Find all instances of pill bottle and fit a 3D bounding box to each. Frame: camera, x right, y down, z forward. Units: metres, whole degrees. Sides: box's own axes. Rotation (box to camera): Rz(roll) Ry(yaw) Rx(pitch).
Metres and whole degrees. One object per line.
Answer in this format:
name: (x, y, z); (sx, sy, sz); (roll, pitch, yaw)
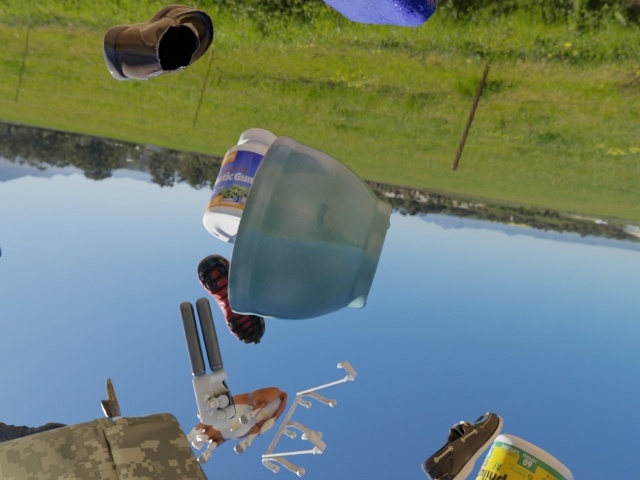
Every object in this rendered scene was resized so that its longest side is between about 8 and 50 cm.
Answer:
pill bottle: (0.271, 0.406, 0.628); (0.117, 0.208, 0.118); (32, 158, 14)
pill bottle: (-0.177, -0.138, 1.060); (0.152, 0.272, 0.152); (8, 151, 4)

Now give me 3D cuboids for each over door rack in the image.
over door rack: (-0.019, 0.506, 1.197); (0.108, 0.324, 0.240); (37, -135, -3)

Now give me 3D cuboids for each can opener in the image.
can opener: (-0.254, 0.269, 0.961); (0.074, 0.281, 0.093); (-14, 178, -13)

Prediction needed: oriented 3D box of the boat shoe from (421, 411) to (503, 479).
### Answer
boat shoe: (0.154, 0.218, 0.466); (0.125, 0.046, 0.038); (-26, -117, -37)

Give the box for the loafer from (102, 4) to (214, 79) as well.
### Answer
loafer: (-0.325, -0.439, 0.983); (0.129, 0.134, 0.366); (11, -140, 11)

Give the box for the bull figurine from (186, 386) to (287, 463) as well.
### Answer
bull figurine: (-0.225, 0.448, 1.056); (0.310, 0.101, 0.188); (-31, 180, 17)

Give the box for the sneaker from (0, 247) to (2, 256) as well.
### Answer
sneaker: (-0.265, 0.043, 0.248); (0.240, 0.126, 0.091); (46, 170, 41)

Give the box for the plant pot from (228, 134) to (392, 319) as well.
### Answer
plant pot: (0.000, 0.000, 0.692); (0.196, 0.294, 0.293); (15, -173, 5)

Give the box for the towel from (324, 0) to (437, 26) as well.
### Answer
towel: (0.010, -0.420, 0.614); (0.308, 0.076, 0.227); (16, -164, -41)

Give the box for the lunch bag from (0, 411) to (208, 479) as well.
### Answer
lunch bag: (-0.243, 0.336, 0.410); (0.255, 0.213, 0.305); (16, -158, -46)

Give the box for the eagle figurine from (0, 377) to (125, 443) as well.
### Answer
eagle figurine: (-0.567, 0.478, 0.925); (0.298, 0.226, 0.226); (-17, -146, -32)

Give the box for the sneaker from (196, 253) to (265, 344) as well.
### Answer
sneaker: (-0.232, 0.148, 1.147); (0.097, 0.276, 0.135); (-30, -162, -8)
